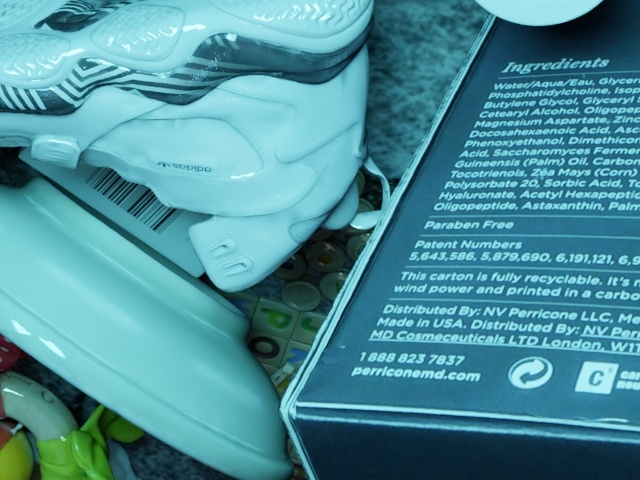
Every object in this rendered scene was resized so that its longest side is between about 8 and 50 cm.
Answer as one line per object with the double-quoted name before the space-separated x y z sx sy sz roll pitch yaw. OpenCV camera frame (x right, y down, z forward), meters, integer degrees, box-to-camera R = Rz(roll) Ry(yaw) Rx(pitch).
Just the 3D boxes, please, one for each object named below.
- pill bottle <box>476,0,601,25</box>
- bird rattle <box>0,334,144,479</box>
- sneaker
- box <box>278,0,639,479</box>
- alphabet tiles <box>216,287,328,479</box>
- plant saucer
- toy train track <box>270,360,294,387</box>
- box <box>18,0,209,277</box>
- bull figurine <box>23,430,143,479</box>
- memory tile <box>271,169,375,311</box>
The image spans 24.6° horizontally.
"pill bottle" 0.140 -0.236 0.938 0.121 0.221 0.121 4 130 5
"bird rattle" -0.286 0.176 1.312 0.253 0.143 0.207 38 108 -20
"sneaker" -0.129 -0.068 1.013 0.366 0.137 0.210 -9 122 9
"box" 0.249 0.118 1.023 0.297 0.472 0.480 1 131 27
"alphabet tiles" -0.031 0.154 1.424 0.198 0.009 0.237 16 129 -5
"plant saucer" -0.167 0.047 1.176 0.400 0.400 0.100 36 88 -20
"toy train track" -0.052 0.145 1.405 0.048 0.014 0.083 30 126 -17
"box" -0.105 -0.099 1.153 0.181 0.119 0.182 35 125 -19
"bull figurine" -0.337 0.255 1.453 0.310 0.101 0.188 -1 140 -20
"memory tile" 0.000 0.000 1.290 0.113 0.012 0.148 -10 128 16
